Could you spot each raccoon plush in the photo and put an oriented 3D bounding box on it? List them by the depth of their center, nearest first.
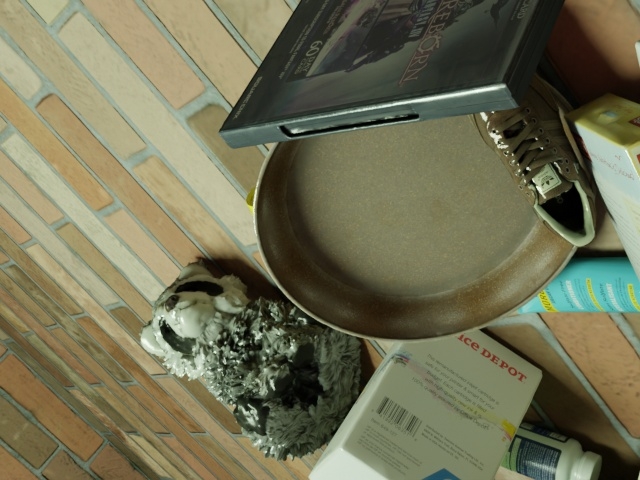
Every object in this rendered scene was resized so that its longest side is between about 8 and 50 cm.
[{"bbox_3d":[-0.094,0.225,1.259,0.299,0.216,0.446,19,144,40],"label":"raccoon plush"}]

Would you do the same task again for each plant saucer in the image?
[{"bbox_3d":[0.093,-0.035,0.747,0.310,0.050,0.310,-2,124,-3],"label":"plant saucer"}]

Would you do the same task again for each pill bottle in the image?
[{"bbox_3d":[0.300,0.284,1.056,0.120,0.067,0.067,14,141,33],"label":"pill bottle"}]

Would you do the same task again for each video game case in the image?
[{"bbox_3d":[0.057,-0.161,0.617,0.274,0.196,0.026,-2,142,45],"label":"video game case"}]

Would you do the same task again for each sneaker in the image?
[{"bbox_3d":[0.179,-0.072,0.656,0.066,0.071,0.188,-34,121,17],"label":"sneaker"}]

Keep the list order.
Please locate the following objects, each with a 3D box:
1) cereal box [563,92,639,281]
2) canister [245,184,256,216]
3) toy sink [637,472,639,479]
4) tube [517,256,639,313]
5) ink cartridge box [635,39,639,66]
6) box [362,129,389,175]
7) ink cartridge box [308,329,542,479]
[{"bbox_3d":[0.272,0.009,0.619,0.047,0.173,0.240,-26,103,10],"label":"cereal box"},{"bbox_3d":[0.000,0.000,0.990,0.126,0.073,0.170,4,136,42],"label":"canister"},{"bbox_3d":[0.397,0.212,0.794,0.131,0.153,0.234,19,142,27],"label":"toy sink"},{"bbox_3d":[0.266,0.044,0.815,0.207,0.052,0.080,-4,117,54],"label":"tube"},{"bbox_3d":[0.281,-0.067,0.534,0.061,0.181,0.104,-22,123,10],"label":"ink cartridge box"},{"bbox_3d":[0.029,-0.127,0.787,0.101,0.087,0.102,6,136,41],"label":"box"},{"bbox_3d":[0.129,0.230,1.002,0.171,0.232,0.168,34,150,5],"label":"ink cartridge box"}]
